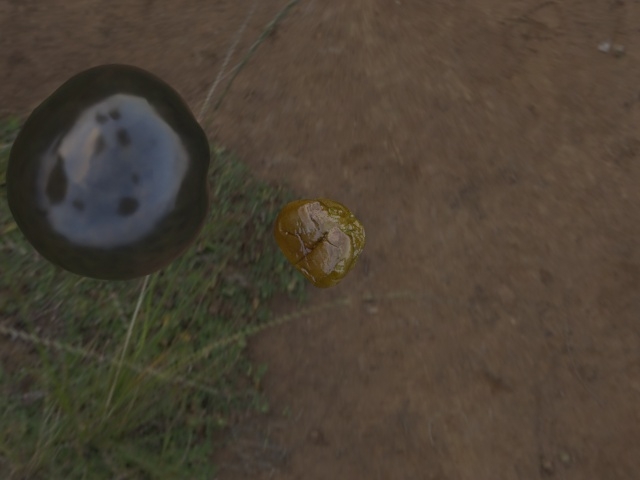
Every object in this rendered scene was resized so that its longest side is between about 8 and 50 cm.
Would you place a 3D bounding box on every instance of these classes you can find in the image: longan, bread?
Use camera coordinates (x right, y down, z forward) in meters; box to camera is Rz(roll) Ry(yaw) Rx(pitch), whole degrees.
[{"bbox_3d":[-0.246,-0.076,1.729,0.258,0.258,0.258,0,101,1],"label":"longan"},{"bbox_3d":[0.000,0.000,1.274,0.081,0.046,0.083,-16,100,43],"label":"bread"}]
